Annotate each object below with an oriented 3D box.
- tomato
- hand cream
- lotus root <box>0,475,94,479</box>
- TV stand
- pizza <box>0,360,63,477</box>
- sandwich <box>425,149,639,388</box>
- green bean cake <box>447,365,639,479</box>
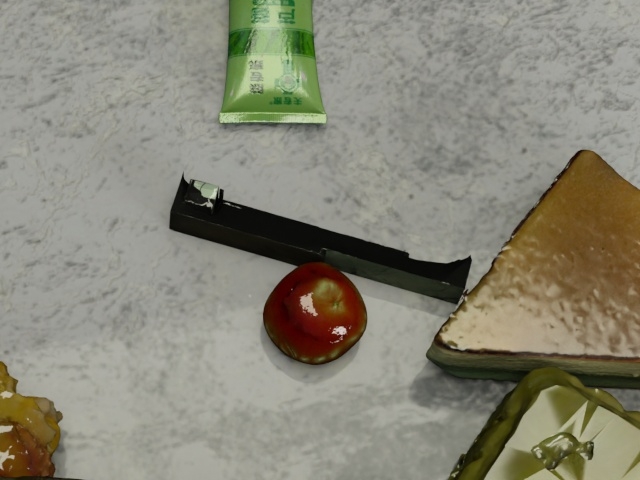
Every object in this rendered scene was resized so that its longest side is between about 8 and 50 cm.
[{"bbox_3d":[-0.003,0.061,1.568,0.087,0.075,0.087,2,73,-7],"label":"tomato"},{"bbox_3d":[-0.043,-0.187,1.660,0.095,0.046,0.175,0,74,-7],"label":"hand cream"},{"bbox_3d":[-0.120,0.261,1.402,0.314,0.210,0.142,5,71,-14],"label":"lotus root"},{"bbox_3d":[0.000,0.000,1.602,0.256,0.049,0.040,16,71,1],"label":"TV stand"},{"bbox_3d":[-0.330,0.209,1.483,0.278,0.114,0.408,-18,79,-4],"label":"pizza"},{"bbox_3d":[0.220,0.065,1.564,0.186,0.108,0.220,38,71,9],"label":"sandwich"},{"bbox_3d":[0.204,0.245,1.497,0.233,0.124,0.236,32,72,6],"label":"green bean cake"}]
